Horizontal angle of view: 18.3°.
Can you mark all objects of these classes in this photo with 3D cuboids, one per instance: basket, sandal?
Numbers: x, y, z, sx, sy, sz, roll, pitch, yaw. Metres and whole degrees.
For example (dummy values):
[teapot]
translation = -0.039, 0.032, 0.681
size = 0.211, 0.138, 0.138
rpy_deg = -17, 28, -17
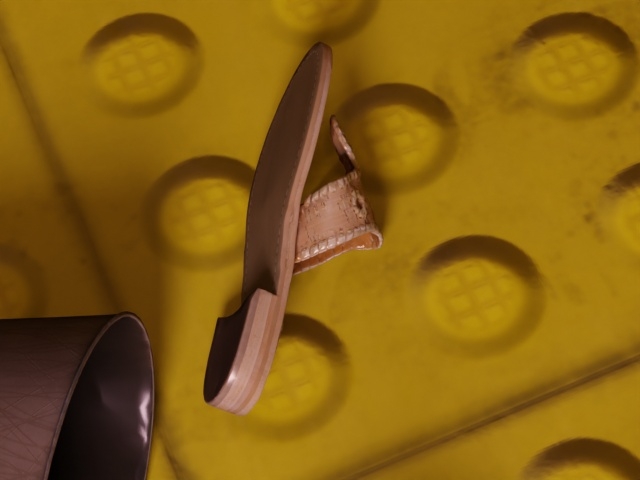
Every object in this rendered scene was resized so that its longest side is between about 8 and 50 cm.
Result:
[basket]
translation = -0.230, 0.123, 1.119
size = 0.226, 0.154, 0.204
rpy_deg = 7, 64, 15
[sandal]
translation = -0.003, 0.002, 1.219
size = 0.079, 0.088, 0.240
rpy_deg = 22, 67, -17
